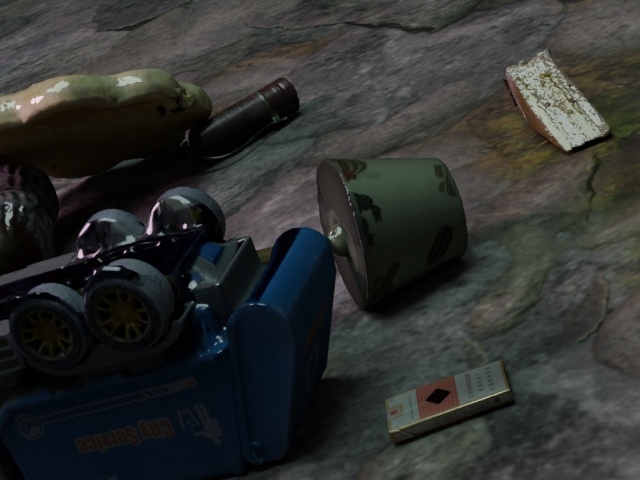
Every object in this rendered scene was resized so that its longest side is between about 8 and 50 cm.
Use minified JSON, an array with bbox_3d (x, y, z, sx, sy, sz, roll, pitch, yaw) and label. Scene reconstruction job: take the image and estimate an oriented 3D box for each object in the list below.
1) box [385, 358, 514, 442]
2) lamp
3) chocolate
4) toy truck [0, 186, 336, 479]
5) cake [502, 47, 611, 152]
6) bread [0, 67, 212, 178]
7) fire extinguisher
[{"bbox_3d":[0.083,0.105,1.029,0.083,0.012,0.046,-21,21,7],"label":"box"},{"bbox_3d":[0.000,0.000,1.212,0.214,0.121,0.121,-15,19,-10],"label":"lamp"},{"bbox_3d":[-0.323,-0.017,1.631,0.110,0.110,0.248,-26,18,-4],"label":"chocolate"},{"bbox_3d":[-0.164,0.083,1.120,0.367,0.175,0.146,-14,21,24],"label":"toy truck"},{"bbox_3d":[0.206,-0.117,1.377,0.052,0.065,0.121,-27,28,-1],"label":"cake"},{"bbox_3d":[-0.267,-0.123,1.710,0.316,0.054,0.316,-13,-8,-2],"label":"bread"},{"bbox_3d":[-0.092,-0.122,1.726,0.157,0.045,0.078,-31,36,-21],"label":"fire extinguisher"}]
